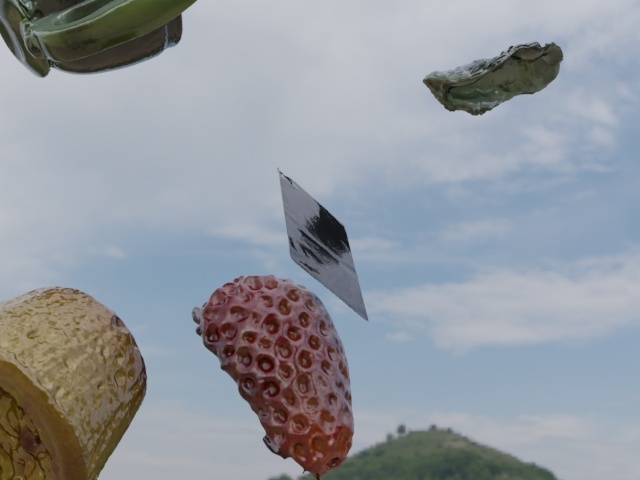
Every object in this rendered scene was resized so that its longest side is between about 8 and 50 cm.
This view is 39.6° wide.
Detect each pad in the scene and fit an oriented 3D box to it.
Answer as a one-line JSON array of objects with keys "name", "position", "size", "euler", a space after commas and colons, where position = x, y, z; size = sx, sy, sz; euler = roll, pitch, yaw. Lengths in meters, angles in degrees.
[{"name": "pad", "position": [0.000, 0.000, 0.950], "size": [0.004, 0.193, 0.116], "euler": [-41, -61, 17]}]

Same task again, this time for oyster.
[{"name": "oyster", "position": [0.349, -0.313, 1.718], "size": [0.252, 0.087, 0.199], "euler": [-32, -30, 15]}]

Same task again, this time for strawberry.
[{"name": "strawberry", "position": [-0.038, 0.147, 1.141], "size": [0.150, 0.253, 0.280], "euler": [-42, 9, 1]}]

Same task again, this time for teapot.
[{"name": "teapot", "position": [-0.326, -0.319, 1.277], "size": [0.239, 0.321, 0.240], "euler": [-36, -27, -21]}]

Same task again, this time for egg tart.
[{"name": "egg tart", "position": [-0.243, 0.135, 0.768], "size": [0.202, 0.203, 0.147], "euler": [-12, 17, 33]}]
